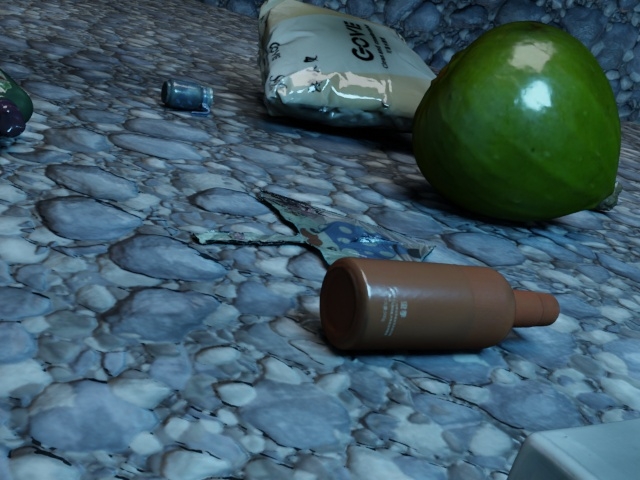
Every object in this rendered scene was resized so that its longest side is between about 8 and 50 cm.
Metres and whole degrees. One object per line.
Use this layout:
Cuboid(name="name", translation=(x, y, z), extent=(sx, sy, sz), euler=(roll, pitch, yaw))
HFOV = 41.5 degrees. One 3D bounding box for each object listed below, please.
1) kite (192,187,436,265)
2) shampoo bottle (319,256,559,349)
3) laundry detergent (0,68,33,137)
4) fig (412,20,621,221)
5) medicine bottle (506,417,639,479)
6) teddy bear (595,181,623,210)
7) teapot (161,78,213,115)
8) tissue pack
Cuboid(name="kite", translation=(0.000, 0.000, 0.974), extent=(0.314, 0.012, 0.335), euler=(3, 21, -28))
Cuboid(name="shampoo bottle", translation=(0.119, 0.062, 0.780), extent=(0.244, 0.086, 0.085), euler=(5, 21, -31))
Cuboid(name="laundry detergent", translation=(-0.442, -0.178, 1.064), extent=(0.144, 0.078, 0.221), euler=(-5, 29, -39))
Cuboid(name="fig", translation=(0.301, -0.157, 1.238), extent=(0.316, 0.316, 0.316), euler=(13, 19, -4))
Cuboid(name="medicine bottle", translation=(0.220, 0.175, 0.516), extent=(0.188, 0.088, 0.132), euler=(2, 23, -32))
Cuboid(name="teddy bear", translation=(0.474, -0.146, 1.545), extent=(0.129, 0.182, 0.251), euler=(-11, 13, 28))
Cuboid(name="teapot", translation=(-0.225, -0.245, 1.439), extent=(0.083, 0.049, 0.063), euler=(4, 21, -28))
Cuboid(name="tissue pack", translation=(0.051, -0.310, 1.632), extent=(0.389, 0.195, 0.376), euler=(7, 33, -21))
